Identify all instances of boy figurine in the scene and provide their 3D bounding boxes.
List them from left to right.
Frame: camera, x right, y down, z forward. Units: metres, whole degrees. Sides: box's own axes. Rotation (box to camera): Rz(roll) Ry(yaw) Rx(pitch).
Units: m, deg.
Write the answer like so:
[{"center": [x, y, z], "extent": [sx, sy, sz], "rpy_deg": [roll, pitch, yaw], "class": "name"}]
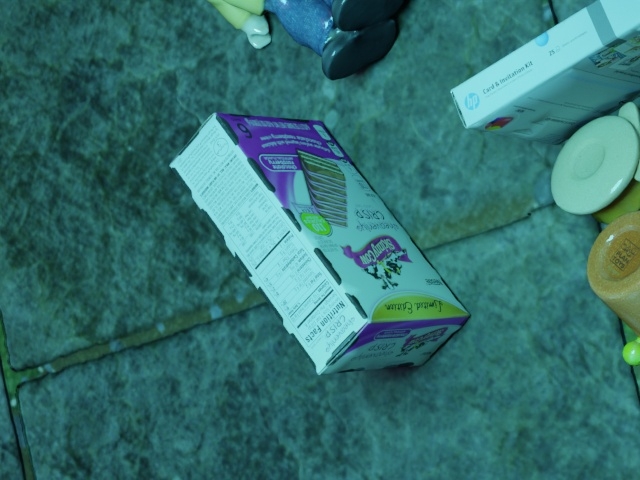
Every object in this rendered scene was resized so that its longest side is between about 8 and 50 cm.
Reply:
[{"center": [-0.055, -0.253, 1.703], "extent": [0.285, 0.092, 0.177], "rpy_deg": [41, 141, 30], "class": "boy figurine"}]

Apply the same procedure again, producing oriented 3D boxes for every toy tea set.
[{"center": [0.332, -0.047, 1.449], "extent": [0.336, 0.124, 0.200], "rpy_deg": [-32, 42, 33], "class": "toy tea set"}]

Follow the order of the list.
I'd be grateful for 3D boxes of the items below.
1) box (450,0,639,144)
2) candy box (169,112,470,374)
[{"center": [0.215, -0.137, 1.488], "extent": [0.186, 0.145, 0.038], "rpy_deg": [-32, 69, 30], "class": "box"}, {"center": [0.000, 0.000, 1.624], "extent": [0.071, 0.159, 0.233], "rpy_deg": [-47, 66, 26], "class": "candy box"}]
